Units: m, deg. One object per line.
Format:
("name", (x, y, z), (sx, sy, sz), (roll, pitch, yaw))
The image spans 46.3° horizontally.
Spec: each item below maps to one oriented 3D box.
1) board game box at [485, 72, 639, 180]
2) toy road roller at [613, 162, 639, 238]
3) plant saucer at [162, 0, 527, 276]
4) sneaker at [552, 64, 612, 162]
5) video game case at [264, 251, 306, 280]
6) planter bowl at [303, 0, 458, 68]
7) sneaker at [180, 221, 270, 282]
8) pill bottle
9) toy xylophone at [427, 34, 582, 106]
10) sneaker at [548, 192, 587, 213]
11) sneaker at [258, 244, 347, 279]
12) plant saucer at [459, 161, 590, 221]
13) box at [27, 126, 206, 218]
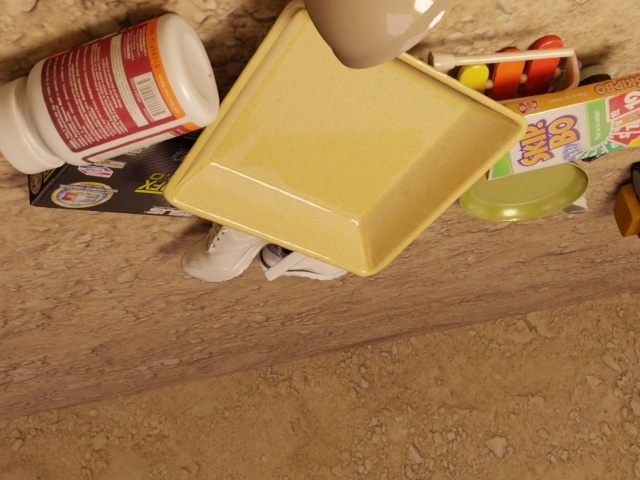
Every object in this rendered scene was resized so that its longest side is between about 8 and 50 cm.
("board game box", (0.330, -0.153, 1.018), (0.259, 0.039, 0.124), (-11, 146, -2))
("toy road roller", (0.776, -0.042, 1.594), (0.202, 0.241, 0.329), (-14, 162, 8))
("plant saucer", (0.022, -0.120, 0.926), (0.332, 0.081, 0.333), (21, 133, -27))
("sneaker", (0.379, -0.163, 1.160), (0.079, 0.121, 0.217), (-5, 160, -18))
("video game case", (0.000, 0.000, 1.372), (0.201, 0.023, 0.183), (-34, 180, 11))
("planter bowl", (0.041, -0.249, 0.661), (0.162, 0.162, 0.109), (-25, 132, 35))
("sneaker", (-0.144, -0.023, 1.314), (0.297, 0.111, 0.129), (-30, 145, 26))
("pill bottle", (-0.231, -0.150, 0.800), (0.221, 0.121, 0.121), (-16, 162, 11))
("toy xylophone", (0.217, -0.191, 1.022), (0.322, 0.081, 0.236), (-6, 147, -13))
("sneaker", (0.481, -0.103, 1.532), (0.152, 0.061, 0.053), (18, 158, -23))
("sneaker", (-0.008, 0.024, 1.543), (0.235, 0.090, 0.095), (-4, 151, -29))
("plant saucer", (0.383, -0.105, 1.422), (0.240, 0.037, 0.241), (-2, 154, -1))
("box", (-0.232, -0.105, 1.033), (0.270, 0.060, 0.216), (4, 155, -41))
